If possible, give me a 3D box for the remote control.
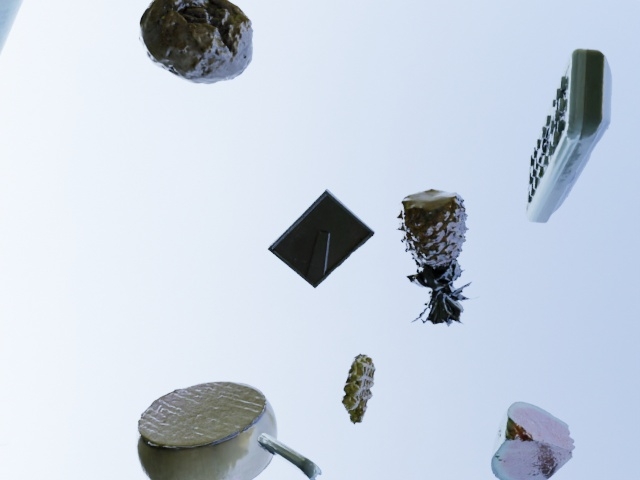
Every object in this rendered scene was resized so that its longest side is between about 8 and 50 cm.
[{"bbox_3d":[0.348,-0.131,0.908,0.066,0.335,0.128,8,-106,11],"label":"remote control"}]

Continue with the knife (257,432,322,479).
[{"bbox_3d":[-0.047,0.324,0.951,0.023,0.044,0.162,-51,-158,-20],"label":"knife"}]

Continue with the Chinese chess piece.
[{"bbox_3d":[-0.217,0.372,1.227,0.270,0.270,0.112,1,-74,25],"label":"Chinese chess piece"}]

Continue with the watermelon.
[{"bbox_3d":[0.393,0.412,1.258,0.146,0.231,0.128,-58,-152,18],"label":"watermelon"}]

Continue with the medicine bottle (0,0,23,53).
[{"bbox_3d":[-0.465,-0.402,0.783,0.406,0.236,0.235,-46,-134,33],"label":"medicine bottle"}]

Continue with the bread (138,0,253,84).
[{"bbox_3d":[-0.233,-0.402,1.225,0.230,0.123,0.230,14,-138,-13],"label":"bread"}]

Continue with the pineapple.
[{"bbox_3d":[0.195,0.038,1.046,0.125,0.251,0.125,-9,-151,5],"label":"pineapple"}]

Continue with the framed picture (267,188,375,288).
[{"bbox_3d":[0.000,0.000,1.047,0.149,0.109,0.011,-43,-167,23],"label":"framed picture"}]

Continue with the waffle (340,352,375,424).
[{"bbox_3d":[0.083,0.345,1.459,0.051,0.194,0.149,15,-126,17],"label":"waffle"}]
